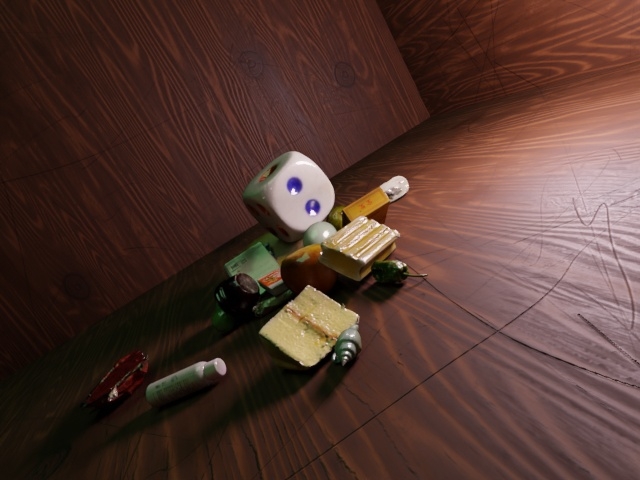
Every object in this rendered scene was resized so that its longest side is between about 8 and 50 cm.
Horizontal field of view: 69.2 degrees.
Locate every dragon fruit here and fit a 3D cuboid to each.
[{"bbox_3d":[-0.752,0.536,1.732,0.282,0.100,0.343,-38,13,-22],"label":"dragon fruit"}]

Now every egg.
[{"bbox_3d":[0.000,0.000,1.973,0.149,0.149,0.192,-24,21,23],"label":"egg"}]

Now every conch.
[{"bbox_3d":[0.067,0.265,1.139,0.065,0.088,0.180,18,19,8],"label":"conch"}]

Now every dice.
[{"bbox_3d":[-0.143,-0.197,2.111,0.304,0.304,0.277,-50,27,-20],"label":"dice"}]

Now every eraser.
[{"bbox_3d":[-0.151,0.151,1.836,0.157,0.038,0.230,-26,14,-17],"label":"eraser"}]

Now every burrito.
[{"bbox_3d":[-0.170,0.229,1.742,0.188,0.045,0.058,-28,29,-6],"label":"burrito"}]

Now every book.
[{"bbox_3d":[-0.286,0.137,2.028,0.214,0.025,0.283,-33,47,-8],"label":"book"}]

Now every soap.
[{"bbox_3d":[0.136,0.020,1.561,0.173,0.089,0.274,26,34,23],"label":"soap"}]

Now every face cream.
[{"bbox_3d":[-0.413,0.437,1.439,0.269,0.082,0.082,-26,15,14],"label":"face cream"}]

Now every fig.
[{"bbox_3d":[0.085,-0.057,2.144,0.151,0.151,0.259,-37,-11,-26],"label":"fig"}]

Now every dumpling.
[{"bbox_3d":[0.342,-0.236,2.249,0.176,0.092,0.150,-27,27,-11],"label":"dumpling"}]

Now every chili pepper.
[{"bbox_3d":[0.215,0.092,1.386,0.073,0.072,0.204,-34,13,-25],"label":"chili pepper"}]

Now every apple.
[{"bbox_3d":[-0.032,0.109,1.633,0.210,0.173,0.235,-24,5,15],"label":"apple"}]

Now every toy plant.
[{"bbox_3d":[-0.343,0.245,1.817,0.235,0.175,0.218,-52,13,20],"label":"toy plant"}]

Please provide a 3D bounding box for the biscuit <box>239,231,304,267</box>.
[{"bbox_3d":[-0.200,0.051,2.238,0.446,0.104,0.429,-33,29,-5],"label":"biscuit"}]

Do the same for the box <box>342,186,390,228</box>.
[{"bbox_3d":[0.176,-0.090,1.834,0.174,0.076,0.274,-33,-17,-8],"label":"box"}]

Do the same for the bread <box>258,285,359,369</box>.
[{"bbox_3d":[-0.021,0.230,1.257,0.178,0.135,0.240,-13,20,49],"label":"bread"}]

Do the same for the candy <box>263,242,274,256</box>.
[{"bbox_3d":[-0.262,0.060,2.131,0.088,0.038,0.136,-34,32,-1],"label":"candy"}]
